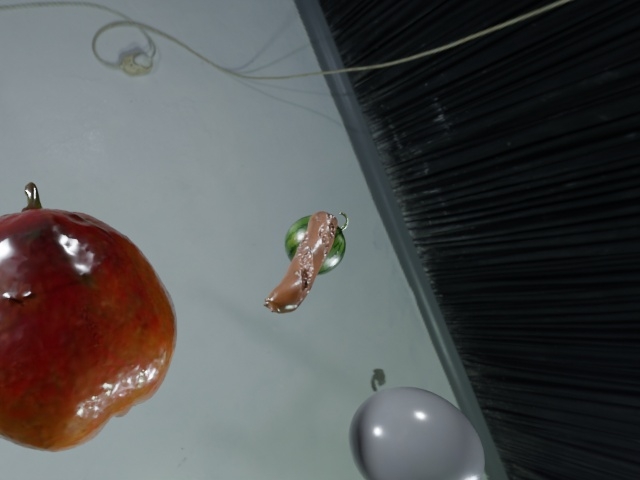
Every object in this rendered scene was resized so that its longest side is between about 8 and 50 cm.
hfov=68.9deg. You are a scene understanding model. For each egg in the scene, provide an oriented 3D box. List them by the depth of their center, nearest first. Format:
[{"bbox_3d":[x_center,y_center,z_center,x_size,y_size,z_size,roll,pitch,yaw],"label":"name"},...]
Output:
[{"bbox_3d":[0.130,0.276,0.624,0.198,0.146,0.147,30,68,-16],"label":"egg"}]

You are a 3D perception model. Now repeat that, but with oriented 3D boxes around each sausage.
[{"bbox_3d":[-0.017,0.024,0.546,0.158,0.042,0.036,-61,144,-40],"label":"sausage"}]

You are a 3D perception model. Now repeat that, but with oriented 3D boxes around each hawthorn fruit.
[{"bbox_3d":[-0.271,0.069,0.484,0.224,0.224,0.261,-24,102,-34],"label":"hawthorn fruit"}]

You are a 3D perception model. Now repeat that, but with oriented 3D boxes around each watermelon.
[{"bbox_3d":[-0.004,0.005,0.751,0.108,0.109,0.109,5,81,-34],"label":"watermelon"}]
